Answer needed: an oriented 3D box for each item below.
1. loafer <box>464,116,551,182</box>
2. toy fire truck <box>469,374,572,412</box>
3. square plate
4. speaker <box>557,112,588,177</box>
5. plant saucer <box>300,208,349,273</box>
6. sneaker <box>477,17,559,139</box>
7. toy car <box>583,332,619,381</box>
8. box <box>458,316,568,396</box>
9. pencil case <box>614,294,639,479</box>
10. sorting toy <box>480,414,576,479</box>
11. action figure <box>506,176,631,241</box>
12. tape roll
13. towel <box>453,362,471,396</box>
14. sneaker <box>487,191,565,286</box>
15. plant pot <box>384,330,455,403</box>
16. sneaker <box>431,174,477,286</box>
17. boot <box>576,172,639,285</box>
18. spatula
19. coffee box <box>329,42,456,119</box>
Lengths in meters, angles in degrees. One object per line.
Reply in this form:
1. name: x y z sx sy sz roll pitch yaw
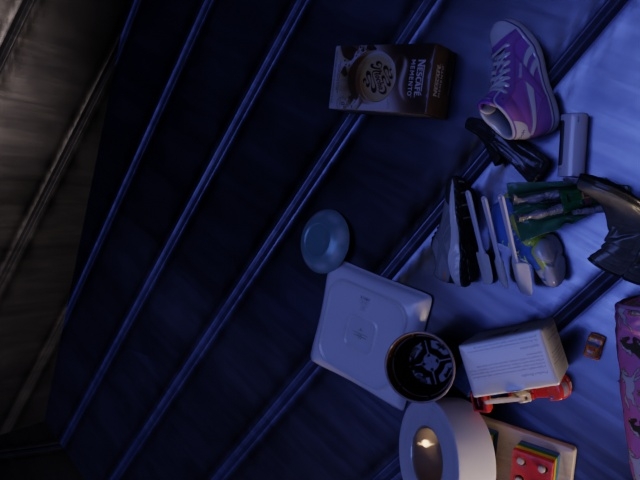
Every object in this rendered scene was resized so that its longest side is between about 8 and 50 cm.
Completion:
1. loafer: 0.418 -0.209 1.236 0.223 0.076 0.078 41 109 25
2. toy fire truck: 0.453 0.345 1.216 0.192 0.135 0.047 -15 84 38
3. square plate: 0.120 0.260 1.529 0.348 0.049 0.343 21 107 36
4. speaker: 0.541 -0.202 1.153 0.055 0.055 0.136 6 98 38
5. plant saucer: 0.000 0.000 1.588 0.195 0.038 0.194 -9 76 42
6. sneaker: 0.403 -0.353 1.170 0.102 0.161 0.281 132 121 -68
7. toy car: 0.614 0.253 1.141 0.122 0.041 0.060 39 116 30
8. box: 0.429 0.255 1.186 0.181 0.182 0.118 -19 81 29
9. pencil case: 0.667 0.288 1.029 0.167 0.160 0.385 -8 88 30
10. sorting toy: 0.445 0.577 1.272 0.257 0.089 0.255 9 99 37
11. action figure: 0.525 -0.086 1.127 0.233 0.063 0.137 -11 76 9
12. tape roll: 0.296 0.522 1.291 0.286 0.100 0.285 -174 90 -71
13. towel: 0.379 0.329 1.342 0.067 0.029 0.119 42 118 29
14. sneaker: 0.462 0.001 1.224 0.126 0.091 0.239 -31 67 48
15. plant pot: 0.260 0.305 1.329 0.167 0.165 0.166 -3 82 21
16. sneaker: 0.318 -0.024 1.319 0.108 0.100 0.271 5 96 46
17. boot: 0.584 -0.014 1.065 0.247 0.083 0.161 30 113 0
18. spatula: 0.400 0.003 1.221 0.168 0.019 0.241 -158 50 -70
19. coffee box: 0.180 -0.408 1.381 0.297 0.119 0.167 13 101 37
